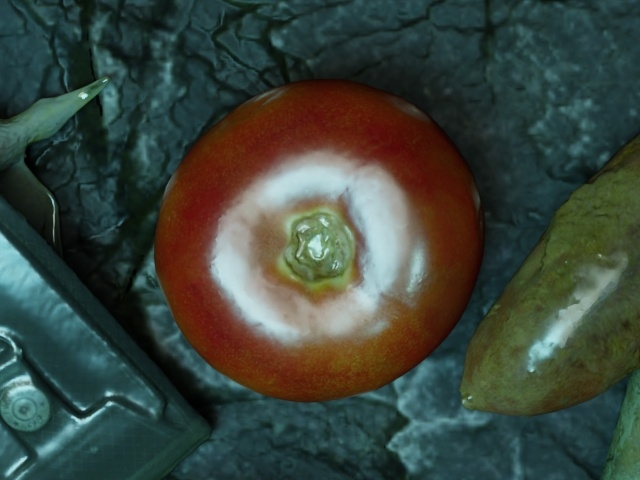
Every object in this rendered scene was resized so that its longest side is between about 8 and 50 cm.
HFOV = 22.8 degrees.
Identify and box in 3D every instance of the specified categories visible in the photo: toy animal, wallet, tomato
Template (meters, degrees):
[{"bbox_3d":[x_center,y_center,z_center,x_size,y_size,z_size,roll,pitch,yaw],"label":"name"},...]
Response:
[{"bbox_3d":[-0.200,-0.052,0.981,0.155,0.095,0.219,-32,91,13],"label":"toy animal"},{"bbox_3d":[-0.202,0.083,0.976,0.168,0.052,0.245,-36,109,12],"label":"wallet"},{"bbox_3d":[0.000,0.000,0.936,0.195,0.136,0.195,0,94,5],"label":"tomato"}]

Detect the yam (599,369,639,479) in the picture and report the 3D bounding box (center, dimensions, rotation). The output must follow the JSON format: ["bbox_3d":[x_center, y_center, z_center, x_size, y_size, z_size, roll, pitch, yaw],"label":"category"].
[{"bbox_3d":[0.207,0.132,0.955,0.069,0.070,0.146,14,97,6],"label":"yam"}]

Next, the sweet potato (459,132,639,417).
[{"bbox_3d":[0.226,-0.034,0.921,0.385,0.109,0.109,-45,88,3],"label":"sweet potato"}]
